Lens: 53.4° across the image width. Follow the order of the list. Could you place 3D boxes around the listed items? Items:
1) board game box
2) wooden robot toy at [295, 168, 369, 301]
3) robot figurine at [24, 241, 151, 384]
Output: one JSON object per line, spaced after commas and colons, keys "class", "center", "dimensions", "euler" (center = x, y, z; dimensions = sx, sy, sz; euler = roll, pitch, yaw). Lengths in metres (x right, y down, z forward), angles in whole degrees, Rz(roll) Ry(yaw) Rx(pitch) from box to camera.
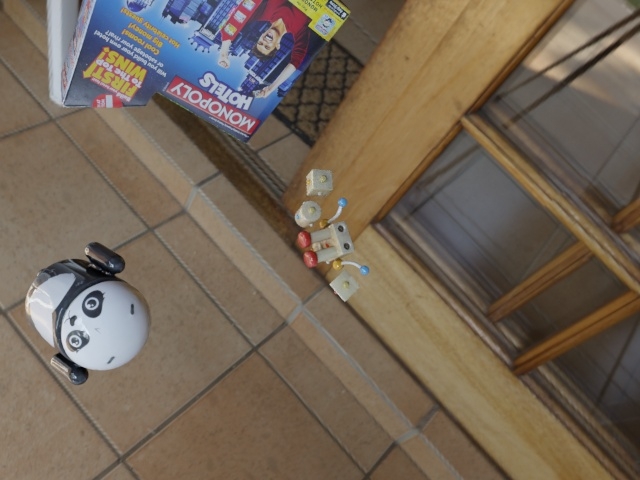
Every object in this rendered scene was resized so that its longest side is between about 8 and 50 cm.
{"class": "board game box", "center": [-0.111, -0.169, 0.507], "dimensions": [0.194, 0.194, 0.060], "euler": [27, 26, -38]}
{"class": "wooden robot toy", "center": [0.000, 0.000, 0.831], "dimensions": [0.076, 0.079, 0.174], "euler": [-14, 81, -22]}
{"class": "robot figurine", "center": [-0.438, 0.132, 1.184], "dimensions": [0.278, 0.209, 0.173], "euler": [19, 40, 41]}
